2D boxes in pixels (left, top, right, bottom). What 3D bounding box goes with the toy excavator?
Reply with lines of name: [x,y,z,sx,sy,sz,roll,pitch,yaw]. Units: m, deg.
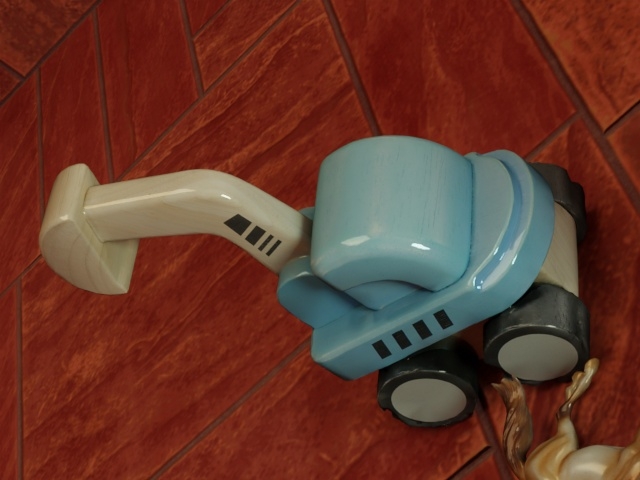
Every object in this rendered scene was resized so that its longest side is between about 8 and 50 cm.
toy excavator: [0.000,0.000,1.536,0.433,0.445,0.222,-28,38,36]

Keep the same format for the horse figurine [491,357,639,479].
horse figurine: [0.257,0.191,1.368,0.263,0.066,0.174,1,57,48]
